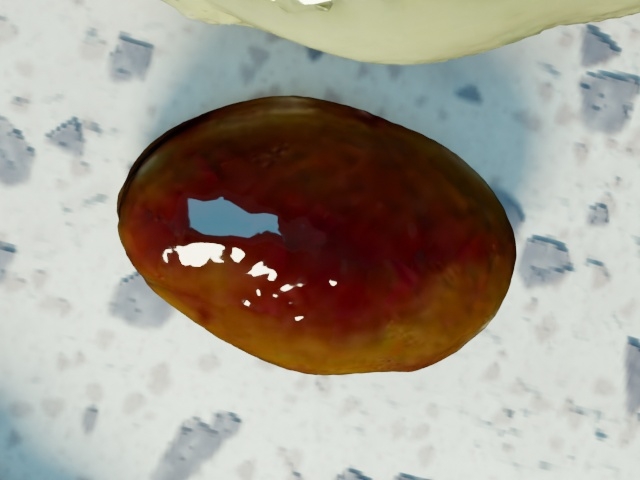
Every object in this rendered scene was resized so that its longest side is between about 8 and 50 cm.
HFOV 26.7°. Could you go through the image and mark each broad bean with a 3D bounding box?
[{"bbox_3d":[0.000,0.000,0.559,0.165,0.084,0.114,24,112,-14],"label":"broad bean"}]

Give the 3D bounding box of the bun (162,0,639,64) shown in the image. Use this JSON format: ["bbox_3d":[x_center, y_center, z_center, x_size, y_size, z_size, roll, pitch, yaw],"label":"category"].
[{"bbox_3d":[0.039,-0.226,0.468,0.359,0.211,0.360,1,96,6],"label":"bun"}]
